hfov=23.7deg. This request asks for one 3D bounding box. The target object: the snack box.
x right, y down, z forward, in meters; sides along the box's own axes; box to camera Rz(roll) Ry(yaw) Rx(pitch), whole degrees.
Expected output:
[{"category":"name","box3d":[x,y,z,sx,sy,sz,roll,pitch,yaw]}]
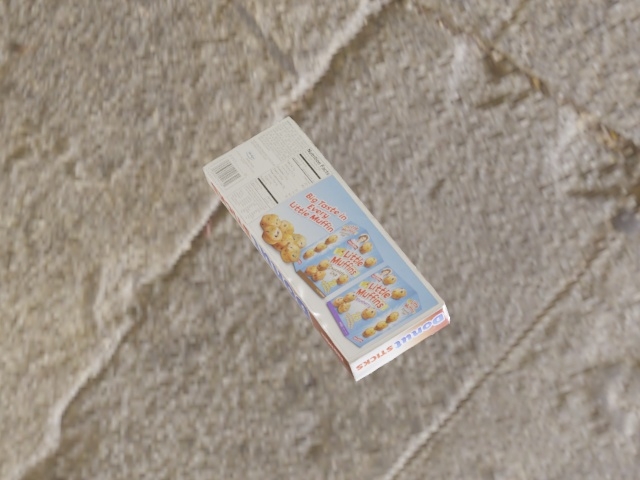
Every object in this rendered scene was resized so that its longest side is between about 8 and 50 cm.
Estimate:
[{"category":"snack box","box3d":[0.000,0.000,0.885,0.064,0.178,0.022,-31,142,-10]}]
